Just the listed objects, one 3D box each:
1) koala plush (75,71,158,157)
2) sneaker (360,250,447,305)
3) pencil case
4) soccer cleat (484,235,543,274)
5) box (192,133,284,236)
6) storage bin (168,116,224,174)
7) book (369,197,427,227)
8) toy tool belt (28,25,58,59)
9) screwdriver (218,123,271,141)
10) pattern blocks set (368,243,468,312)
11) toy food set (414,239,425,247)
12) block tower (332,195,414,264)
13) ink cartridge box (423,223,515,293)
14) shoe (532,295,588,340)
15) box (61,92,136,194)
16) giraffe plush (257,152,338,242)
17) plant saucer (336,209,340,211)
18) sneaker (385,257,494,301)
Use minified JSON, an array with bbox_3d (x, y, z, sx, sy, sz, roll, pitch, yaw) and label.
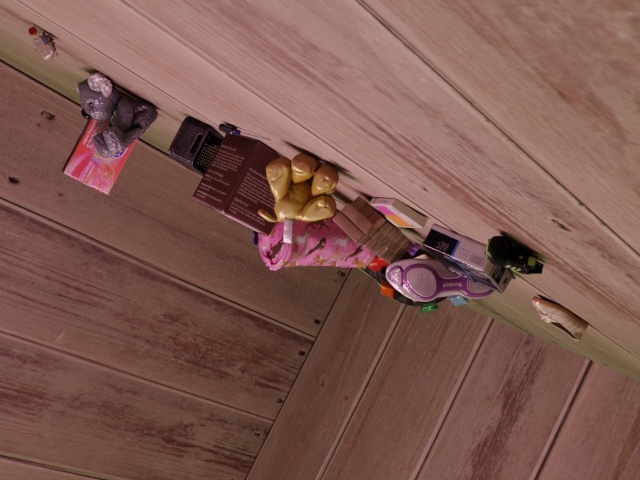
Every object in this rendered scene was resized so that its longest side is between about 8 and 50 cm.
[{"bbox_3d":[-0.609,-0.383,2.109,0.221,0.203,0.196,50,159,-19],"label":"koala plush"},{"bbox_3d":[0.288,0.117,2.417,0.483,0.185,0.202,28,180,-42],"label":"sneaker"},{"bbox_3d":[0.000,0.000,2.052,0.386,0.160,0.167,0,159,-44],"label":"pencil case"},{"bbox_3d":[0.389,0.031,1.458,0.072,0.060,0.179,11,174,41],"label":"soccer cleat"},{"bbox_3d":[-0.191,-0.147,1.904,0.168,0.203,0.167,30,175,-40],"label":"box"},{"bbox_3d":[-0.338,-0.257,2.048,0.084,0.122,0.180,26,176,15],"label":"storage bin"},{"bbox_3d":[0.181,-0.067,1.725,0.096,0.035,0.144,32,175,-17],"label":"book"},{"bbox_3d":[-0.681,-0.488,1.799,0.083,0.052,0.051,59,-163,-12],"label":"toy tool belt"},{"bbox_3d":[-0.184,-0.256,1.749,0.170,0.024,0.025,22,-157,38],"label":"screwdriver"},{"bbox_3d":[0.309,0.116,2.248,0.285,0.026,0.325,-11,136,24],"label":"pattern blocks set"},{"bbox_3d":[0.328,0.020,2.039,0.122,0.019,0.078,17,174,21],"label":"toy food set"},{"bbox_3d":[0.150,-0.019,1.922,0.097,0.091,0.335,46,-172,23],"label":"block tower"},{"bbox_3d":[0.379,0.057,1.824,0.165,0.065,0.333,24,177,28],"label":"ink cartridge box"},{"bbox_3d":[0.672,0.220,2.056,0.219,0.058,0.076,28,176,-26],"label":"shoe"},{"bbox_3d":[-0.667,-0.309,2.277,0.154,0.300,0.142,29,176,-23],"label":"box"},{"bbox_3d":[-0.038,-0.119,1.717,0.181,0.210,0.170,23,-155,2],"label":"giraffe plush"},{"bbox_3d":[0.034,-0.093,2.471,0.168,0.029,0.168,26,176,2],"label":"plant saucer"},{"bbox_3d":[0.329,0.108,2.039,0.305,0.114,0.152,6,-172,-4],"label":"sneaker"}]
